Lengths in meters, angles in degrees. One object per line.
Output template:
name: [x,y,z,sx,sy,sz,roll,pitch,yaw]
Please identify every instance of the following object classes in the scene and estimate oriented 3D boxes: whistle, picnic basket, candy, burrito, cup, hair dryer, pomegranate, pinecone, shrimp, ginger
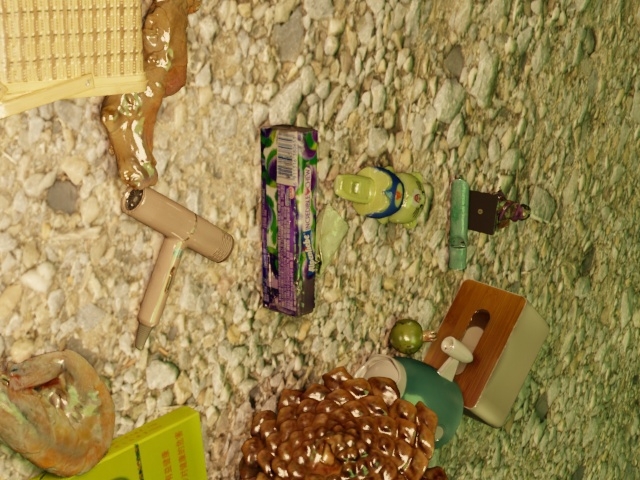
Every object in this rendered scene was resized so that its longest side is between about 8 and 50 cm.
whistle: [0.270,-0.034,2.055,0.039,0.039,0.186,-17,115,-41]
picnic basket: [-0.383,-0.236,1.208,0.313,0.228,0.175,-14,110,-42]
whistle: [0.108,-0.083,1.845,0.227,0.085,0.105,10,87,-46]
candy: [-0.050,-0.033,1.700,0.061,0.088,0.312,-16,114,-46]
burrito: [0.002,0.002,1.796,0.074,0.044,0.118,45,69,-41]
cup: [0.152,0.291,1.960,0.299,0.167,0.173,-47,131,11]
hair dryer: [-0.252,0.047,1.565,0.195,0.054,0.220,34,85,-44]
pomegranate: [0.174,0.183,2.002,0.085,0.073,0.073,7,100,-17]
pinecone: [0.041,0.431,1.780,0.384,0.384,0.384,-16,114,-41]
shrimp: [-0.397,0.210,1.463,0.317,0.062,0.164,46,52,-37]
ginger: [-0.240,-0.215,1.473,0.122,0.084,0.290,18,86,-68]

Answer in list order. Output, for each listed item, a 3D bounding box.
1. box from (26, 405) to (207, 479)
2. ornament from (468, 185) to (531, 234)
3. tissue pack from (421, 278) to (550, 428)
box: [-0.318,0.400,1.609,0.335,0.047,0.187,-22,118,-39]
ornament: [0.374,-0.061,2.118,0.203,0.081,0.088,-1,105,-45]
tissue pack: [0.326,0.227,2.112,0.136,0.159,0.246,39,74,-46]
